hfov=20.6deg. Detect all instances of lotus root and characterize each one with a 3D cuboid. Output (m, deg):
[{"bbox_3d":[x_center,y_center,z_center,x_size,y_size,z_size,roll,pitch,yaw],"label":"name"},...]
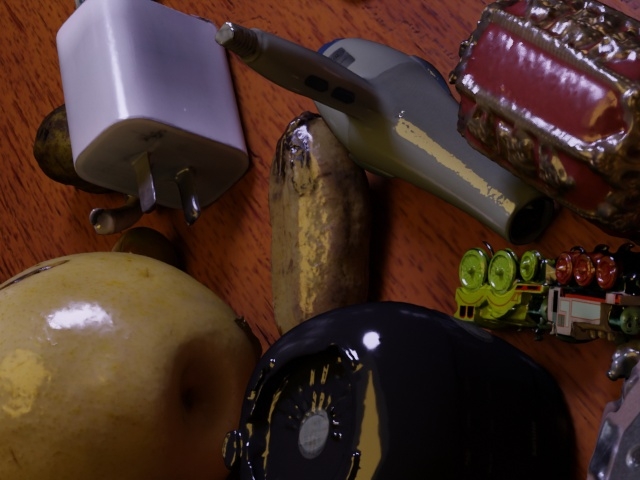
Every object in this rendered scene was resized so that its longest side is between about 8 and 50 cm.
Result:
[{"bbox_3d":[0.000,0.000,1.740,0.110,0.097,0.258,-13,74,56],"label":"lotus root"},{"bbox_3d":[-0.269,-0.115,2.088,0.209,0.120,0.120,-4,73,55],"label":"lotus root"}]

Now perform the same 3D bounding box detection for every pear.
[{"bbox_3d":[-0.219,0.159,1.788,0.309,0.309,0.309,-22,60,44],"label":"pear"}]

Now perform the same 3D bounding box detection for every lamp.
[{"bbox_3d":[0.226,-0.106,1.451,0.274,0.177,0.177,39,106,48],"label":"lamp"}]

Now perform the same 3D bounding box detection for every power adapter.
[{"bbox_3d":[-0.181,-0.128,1.933,0.124,0.187,0.255,-40,49,36],"label":"power adapter"}]

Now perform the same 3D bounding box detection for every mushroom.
[{"bbox_3d":[-0.210,-0.042,1.969,0.061,0.187,0.060,-19,102,17],"label":"mushroom"}]

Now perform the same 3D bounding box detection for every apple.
[{"bbox_3d":[-0.202,0.029,1.987,0.089,0.074,0.089,-26,55,44],"label":"apple"}]

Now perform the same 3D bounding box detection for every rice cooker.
[{"bbox_3d":[0.060,0.181,1.489,0.267,0.224,0.267,-22,61,46],"label":"rice cooker"}]

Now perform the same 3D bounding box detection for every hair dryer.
[{"bbox_3d":[0.072,-0.094,1.577,0.296,0.298,0.119,35,103,18],"label":"hair dryer"}]

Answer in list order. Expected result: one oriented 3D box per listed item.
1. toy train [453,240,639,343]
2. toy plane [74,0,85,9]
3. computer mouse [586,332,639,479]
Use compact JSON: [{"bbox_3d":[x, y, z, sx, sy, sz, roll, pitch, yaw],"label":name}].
[{"bbox_3d":[0.197,0.043,1.477,0.250,0.053,0.085,0,86,62],"label":"toy train"},{"bbox_3d":[-0.259,-0.391,2.222,0.192,0.088,0.262,-46,35,22],"label":"toy plane"},{"bbox_3d":[0.297,0.181,1.298,0.199,0.115,0.389,-49,26,9],"label":"computer mouse"}]
